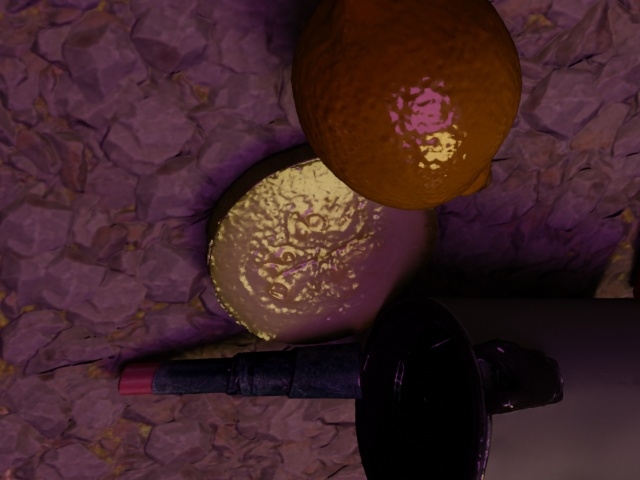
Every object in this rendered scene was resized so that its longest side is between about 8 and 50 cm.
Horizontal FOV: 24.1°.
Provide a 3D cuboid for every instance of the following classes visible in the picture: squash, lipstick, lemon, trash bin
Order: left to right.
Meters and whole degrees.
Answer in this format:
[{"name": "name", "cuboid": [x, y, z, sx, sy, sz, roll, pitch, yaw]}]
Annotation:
[{"name": "lipstick", "cuboid": [-0.076, 0.131, 1.423, 0.234, 0.053, 0.053, -5, 133, 7]}, {"name": "squash", "cuboid": [0.001, 0.003, 1.372, 0.219, 0.041, 0.219, -10, 132, -11]}, {"name": "lemon", "cuboid": [0.070, -0.120, 1.189, 0.187, 0.187, 0.244, -28, 135, 8]}, {"name": "trash bin", "cuboid": [0.196, 0.162, 1.429, 0.262, 0.217, 0.277, 2, 162, -29]}]

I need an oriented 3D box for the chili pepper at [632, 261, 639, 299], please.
[{"name": "chili pepper", "cuboid": [0.346, -0.003, 1.471, 0.088, 0.065, 0.169, 0, 128, 17]}]
